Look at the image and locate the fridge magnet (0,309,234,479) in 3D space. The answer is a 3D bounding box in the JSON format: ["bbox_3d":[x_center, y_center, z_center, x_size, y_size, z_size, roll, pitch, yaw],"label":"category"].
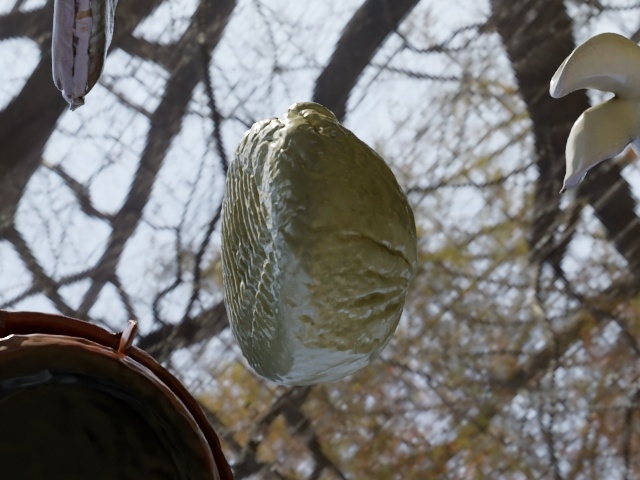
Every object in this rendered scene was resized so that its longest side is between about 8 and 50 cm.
[{"bbox_3d":[-0.224,0.220,1.036,0.363,0.155,0.364,14,-120,-25],"label":"fridge magnet"}]

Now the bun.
[{"bbox_3d":[0.000,0.000,1.021,0.134,0.220,0.220,-1,-132,-18],"label":"bun"}]

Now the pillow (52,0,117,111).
[{"bbox_3d":[-0.107,-0.176,0.712,0.034,0.135,0.211,15,-127,-4],"label":"pillow"}]

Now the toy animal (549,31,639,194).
[{"bbox_3d":[0.393,-0.103,1.246,0.247,0.183,0.310,-9,-151,-41],"label":"toy animal"}]
